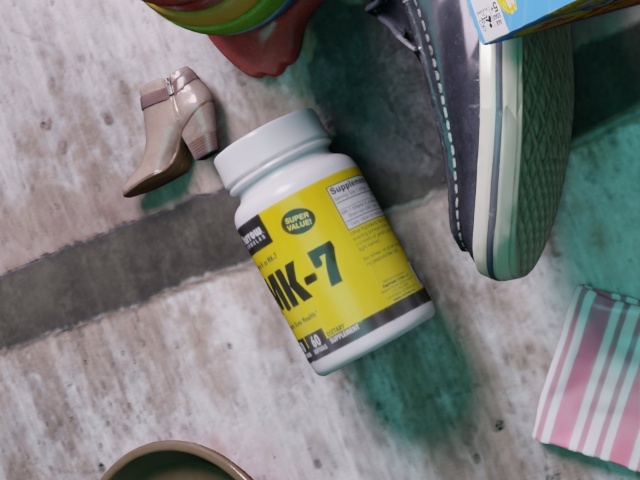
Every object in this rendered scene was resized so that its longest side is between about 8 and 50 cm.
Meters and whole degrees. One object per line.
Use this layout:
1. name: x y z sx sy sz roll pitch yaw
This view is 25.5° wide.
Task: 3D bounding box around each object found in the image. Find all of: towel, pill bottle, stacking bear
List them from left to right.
1. stacking bear: -0.091 -0.238 1.131 0.164 0.289 0.175 44 106 9
2. pill bottle: 0.000 0.000 1.216 0.119 0.119 0.208 -30 86 17
3. towel: 0.287 0.130 1.186 0.197 0.029 0.144 17 99 15

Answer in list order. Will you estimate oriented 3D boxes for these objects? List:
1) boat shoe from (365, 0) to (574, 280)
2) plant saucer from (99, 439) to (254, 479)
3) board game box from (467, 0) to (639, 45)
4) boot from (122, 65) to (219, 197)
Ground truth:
1. boat shoe: 0.105 -0.214 1.136 0.156 0.187 0.500 -7 88 23
2. plant saucer: -0.117 0.318 1.281 0.278 0.041 0.278 -1 89 38
3. board game box: 0.292 -0.237 0.943 0.308 0.302 0.086 -18 90 -24
4. boot: -0.145 -0.102 1.295 0.118 0.042 0.087 -26 81 16
